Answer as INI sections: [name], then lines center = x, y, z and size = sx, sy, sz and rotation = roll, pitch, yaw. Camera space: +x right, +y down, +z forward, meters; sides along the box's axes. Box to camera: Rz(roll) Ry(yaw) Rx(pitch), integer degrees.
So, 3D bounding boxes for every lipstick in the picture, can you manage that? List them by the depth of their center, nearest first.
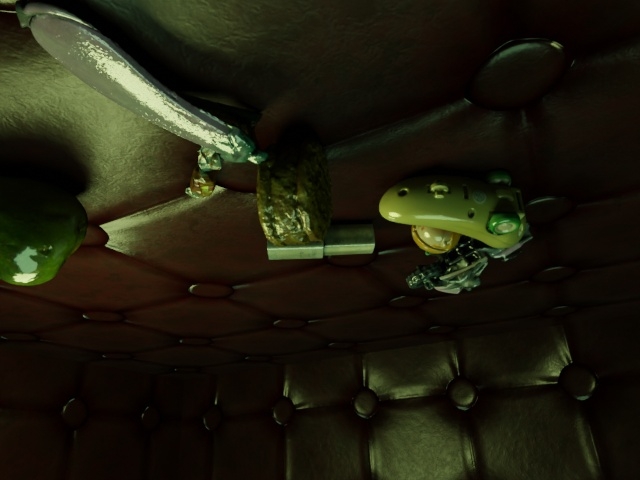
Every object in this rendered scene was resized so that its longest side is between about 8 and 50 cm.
[lipstick]
center = 0.000, 0.000, 1.111
size = 0.252, 0.077, 0.079
rotation = -1, 155, -2

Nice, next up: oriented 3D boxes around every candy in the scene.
[candy]
center = -0.221, -0.116, 0.881
size = 0.053, 0.046, 0.182
rotation = 9, 154, -19

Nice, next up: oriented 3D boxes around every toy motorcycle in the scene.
[toy motorcycle]
center = 0.381, 0.044, 1.190
size = 0.327, 0.143, 0.188
rotation = -33, 149, 22

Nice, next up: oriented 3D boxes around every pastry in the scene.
[pastry]
center = -0.043, -0.084, 0.810
size = 0.103, 0.189, 0.189
rotation = -3, 155, 13

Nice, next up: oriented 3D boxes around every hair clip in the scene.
[hair clip]
center = -0.235, -0.210, 0.661
size = 0.358, 0.110, 0.096
rotation = 21, 106, -33

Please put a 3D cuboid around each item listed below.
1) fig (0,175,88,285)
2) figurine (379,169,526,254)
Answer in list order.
[fig]
center = -0.592, -0.043, 0.862
size = 0.275, 0.206, 0.206
rotation = 33, 142, -18
[figurine]
center = 0.278, -0.049, 0.987
size = 0.324, 0.124, 0.222
rotation = 6, 153, -9
